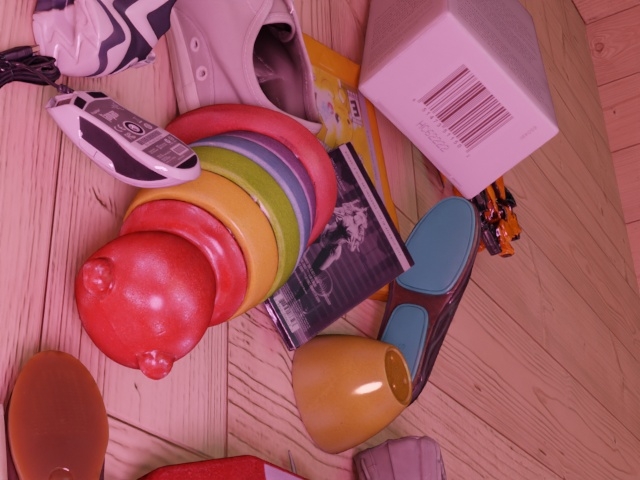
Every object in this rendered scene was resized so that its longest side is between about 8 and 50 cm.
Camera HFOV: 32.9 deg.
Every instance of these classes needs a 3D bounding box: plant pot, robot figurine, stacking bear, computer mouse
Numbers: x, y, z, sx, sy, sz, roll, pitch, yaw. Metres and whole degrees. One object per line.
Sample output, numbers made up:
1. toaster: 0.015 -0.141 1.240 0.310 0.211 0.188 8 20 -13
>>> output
1. plant pot: 0.044 0.159 1.188 0.134 0.095 0.134 42 39 -47
2. robot figurine: 0.250 -0.106 1.793 0.211 0.085 0.291 -22 93 -64
3. stacking bear: -0.107 0.006 0.928 0.175 0.164 0.289 64 31 -17
4. computer mouse: -0.185 -0.090 0.865 0.193 0.042 0.106 33 23 4

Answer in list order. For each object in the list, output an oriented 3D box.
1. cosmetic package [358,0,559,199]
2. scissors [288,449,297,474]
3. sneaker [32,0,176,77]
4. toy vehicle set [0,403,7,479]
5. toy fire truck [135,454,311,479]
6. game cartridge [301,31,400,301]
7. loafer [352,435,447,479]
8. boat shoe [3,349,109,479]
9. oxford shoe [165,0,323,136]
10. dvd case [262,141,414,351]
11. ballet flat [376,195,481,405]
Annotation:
1. cosmetic package: 0.196 -0.281 1.580 0.230 0.161 0.453 43 26 -18
2. scissors: 0.002 0.360 1.058 0.109 0.021 0.297 -27 100 -63
3. sneaker: -0.196 -0.260 0.980 0.153 0.094 0.235 -8 81 -66
4. toy vehicle set: -0.280 0.166 0.598 0.267 0.035 0.166 22 55 -59
5. toy fire truck: -0.076 0.294 0.808 0.254 0.169 0.302 30 44 -29
6. game cartridge: 0.013 -0.092 1.342 0.285 0.053 0.323 13 62 -61
7. loafer: 0.078 0.341 1.110 0.319 0.111 0.112 -85 163 -52
8. boat shoe: -0.185 0.177 0.742 0.073 0.073 0.207 10 47 -28
9. oxford shoe: -0.100 -0.268 1.132 0.169 0.130 0.449 5 64 -58
10. dvd case: 0.000 0.000 1.188 0.221 0.018 0.164 -32 95 -43
11. ballet flat: 0.127 0.081 1.351 0.280 0.095 0.096 -65 157 -14
